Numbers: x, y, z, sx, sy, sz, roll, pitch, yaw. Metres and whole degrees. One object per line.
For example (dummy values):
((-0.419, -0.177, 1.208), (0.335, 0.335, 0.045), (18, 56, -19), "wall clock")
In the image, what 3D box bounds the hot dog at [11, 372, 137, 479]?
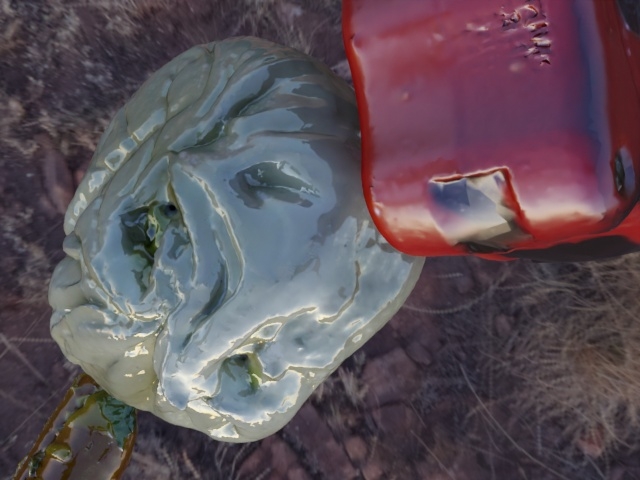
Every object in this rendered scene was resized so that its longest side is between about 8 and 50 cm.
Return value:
((-0.226, 0.226, 0.757), (0.072, 0.115, 0.269), (30, 79, -16), "hot dog")

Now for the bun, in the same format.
((-0.057, -0.002, 0.510), (0.229, 0.145, 0.229), (-1, 88, 27), "bun")

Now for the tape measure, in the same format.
((0.103, -0.115, 0.440), (0.114, 0.260, 0.253), (-8, 88, 34), "tape measure")
